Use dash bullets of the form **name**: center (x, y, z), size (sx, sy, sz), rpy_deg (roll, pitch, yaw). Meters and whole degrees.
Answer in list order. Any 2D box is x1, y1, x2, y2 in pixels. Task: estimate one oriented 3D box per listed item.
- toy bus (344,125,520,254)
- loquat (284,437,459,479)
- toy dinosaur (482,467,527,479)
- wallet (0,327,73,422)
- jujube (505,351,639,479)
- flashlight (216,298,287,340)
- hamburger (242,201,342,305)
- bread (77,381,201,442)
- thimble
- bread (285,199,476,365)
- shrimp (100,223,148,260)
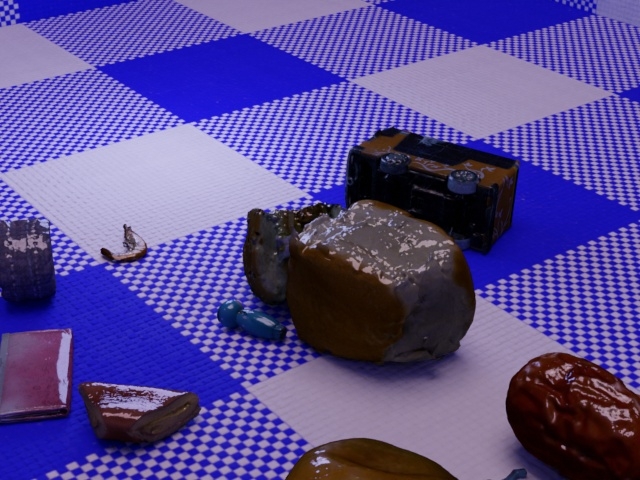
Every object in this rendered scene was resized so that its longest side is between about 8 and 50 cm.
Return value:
- **toy bus**: center (0.228, -0.109, 2.259), size (0.323, 0.162, 0.194), rpy_deg (18, 33, 27)
- **loquat**: center (0.052, 0.367, 1.293), size (0.276, 0.276, 0.284), rpy_deg (-5, 13, -10)
- **toy dinosaur**: center (0.236, 0.355, 1.524), size (0.080, 0.045, 0.197), rpy_deg (8, 20, 41)
- **wallet**: center (-0.460, 0.213, 1.800), size (0.119, 0.025, 0.232), rpy_deg (-5, 29, -8)
- **jujube**: center (0.378, 0.258, 1.571), size (0.174, 0.174, 0.250), rpy_deg (-22, 33, -35)
- **flashlight**: center (-0.119, 0.141, 1.916), size (0.129, 0.051, 0.051), rpy_deg (22, 35, 24)
- **hamburger**: center (-0.054, 0.021, 2.006), size (0.167, 0.192, 0.288), rpy_deg (3, -2, -7)
- **bread**: center (-0.286, 0.260, 1.669), size (0.192, 0.067, 0.119), rpy_deg (6, 22, 8)
- **thimble**: center (-0.527, 0.035, 2.001), size (0.097, 0.150, 0.150), rpy_deg (-6, 29, -11)
- **bread**: center (0.105, 0.082, 1.831), size (0.279, 0.250, 0.225), rpy_deg (29, 46, 33)
- **shrimp**: center (-0.388, 0.004, 2.185), size (0.091, 0.025, 0.127), rpy_deg (-9, 33, -13)
